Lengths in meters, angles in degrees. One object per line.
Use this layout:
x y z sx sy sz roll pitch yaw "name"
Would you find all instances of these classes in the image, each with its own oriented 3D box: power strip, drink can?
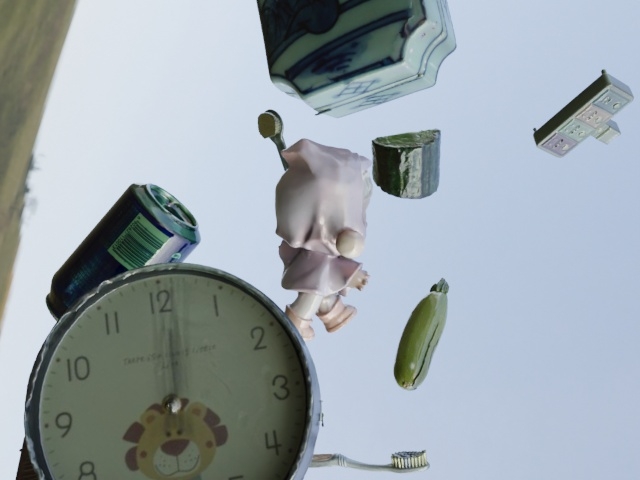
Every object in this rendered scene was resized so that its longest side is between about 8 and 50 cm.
0.583 -0.260 1.908 0.215 0.145 0.061 -42 -141 38 "power strip"
-0.254 0.029 1.131 0.205 0.118 0.118 -46 -145 9 "drink can"

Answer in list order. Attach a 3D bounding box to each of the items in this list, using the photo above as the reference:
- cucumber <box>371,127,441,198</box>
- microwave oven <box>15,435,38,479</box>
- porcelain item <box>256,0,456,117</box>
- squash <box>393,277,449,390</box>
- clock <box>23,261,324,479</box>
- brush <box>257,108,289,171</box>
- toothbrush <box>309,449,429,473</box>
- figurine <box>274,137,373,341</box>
0.145 -0.123 1.443 0.062 0.116 0.115 -106 -172 -46 "cucumber"
-0.293 0.377 1.213 0.178 0.188 0.247 -112 -171 -58 "microwave oven"
0.050 -0.351 1.364 0.281 0.157 0.286 -14 -103 24 "porcelain item"
0.234 0.212 2.012 0.094 0.094 0.341 -38 -162 44 "squash"
-0.153 0.173 0.919 0.061 0.312 0.313 83 15 -74 "clock"
-0.063 -0.131 1.748 0.062 0.027 0.266 -9 -75 47 "brush"
-0.014 0.353 1.405 0.028 0.375 0.037 -64 148 -67 "toothbrush"
0.000 -0.001 1.201 0.200 0.133 0.276 -126 -141 -72 "figurine"
